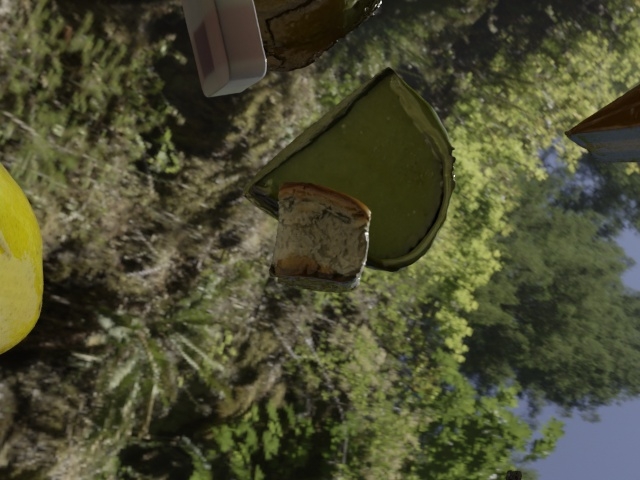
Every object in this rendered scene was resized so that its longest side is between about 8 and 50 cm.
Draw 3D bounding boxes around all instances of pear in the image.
[{"bbox_3d":[-0.366,0.040,0.859,0.267,0.178,0.267,-19,-128,26],"label":"pear"}]

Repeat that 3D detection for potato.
[{"bbox_3d":[0.067,-0.086,1.442,0.330,0.280,0.213,-44,-172,-13],"label":"potato"}]

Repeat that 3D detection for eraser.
[{"bbox_3d":[-0.064,-0.144,0.509,0.065,0.026,0.105,178,-101,-69],"label":"eraser"}]

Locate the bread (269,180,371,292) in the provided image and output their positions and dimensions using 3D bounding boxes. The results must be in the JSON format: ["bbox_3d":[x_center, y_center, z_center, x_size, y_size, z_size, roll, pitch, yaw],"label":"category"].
[{"bbox_3d":[0.002,-0.002,0.624,0.070,0.083,0.076,6,-101,3],"label":"bread"}]

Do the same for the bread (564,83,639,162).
[{"bbox_3d":[0.337,-0.105,0.880,0.139,0.074,0.084,-33,-142,38],"label":"bread"}]

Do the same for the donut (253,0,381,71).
[{"bbox_3d":[-0.034,-0.413,1.377,0.272,0.107,0.272,-12,-127,17],"label":"donut"}]

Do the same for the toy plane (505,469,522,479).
[{"bbox_3d":[0.244,0.411,1.132,0.053,0.078,0.197,-18,-118,45],"label":"toy plane"}]
